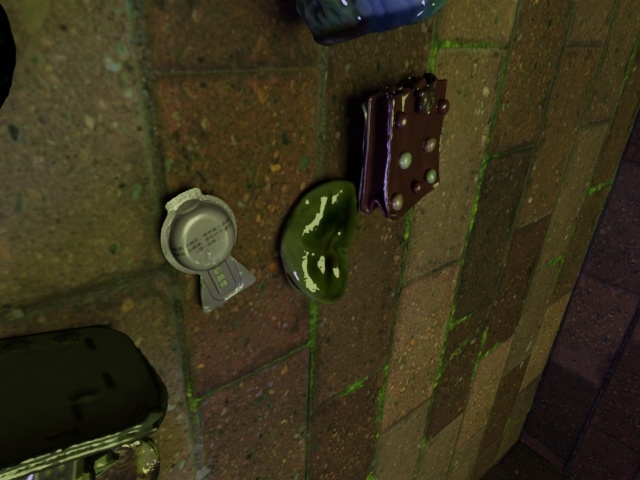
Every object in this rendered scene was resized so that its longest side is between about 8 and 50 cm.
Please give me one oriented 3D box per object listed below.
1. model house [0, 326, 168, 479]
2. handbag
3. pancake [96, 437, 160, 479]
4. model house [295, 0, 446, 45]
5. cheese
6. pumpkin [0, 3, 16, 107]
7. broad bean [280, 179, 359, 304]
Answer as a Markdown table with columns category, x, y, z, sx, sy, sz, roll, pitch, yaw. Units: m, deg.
| category | x | y | z | sx | sy | sz | roll | pitch | yaw |
| --- | --- | --- | --- | --- | --- | --- | --- | --- | --- |
| model house | -0.304 | 0.263 | 0.458 | 0.218 | 0.204 | 0.279 | -2 | 112 | -41 |
| handbag | 0.145 | -0.158 | 0.713 | 0.203 | 0.073 | 0.216 | -34 | 134 | -44 |
| pancake | -0.362 | 0.348 | 0.584 | 0.288 | 0.033 | 0.286 | -10 | 117 | -40 |
| model house | 0.048 | -0.433 | 0.368 | 0.360 | 0.297 | 0.339 | -54 | 129 | -6 |
| cheese | -0.153 | 0.015 | 0.584 | 0.105 | 0.042 | 0.191 | -33 | 132 | -24 |
| pumpkin | -0.304 | -0.123 | 0.275 | 0.149 | 0.194 | 0.194 | 16 | 104 | -7 |
| broad bean | 0.002 | 0.000 | 0.711 | 0.153 | 0.072 | 0.207 | -1 | 100 | -46 |
